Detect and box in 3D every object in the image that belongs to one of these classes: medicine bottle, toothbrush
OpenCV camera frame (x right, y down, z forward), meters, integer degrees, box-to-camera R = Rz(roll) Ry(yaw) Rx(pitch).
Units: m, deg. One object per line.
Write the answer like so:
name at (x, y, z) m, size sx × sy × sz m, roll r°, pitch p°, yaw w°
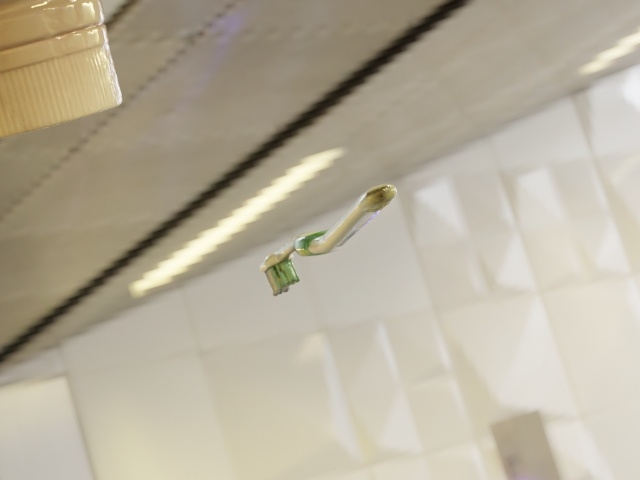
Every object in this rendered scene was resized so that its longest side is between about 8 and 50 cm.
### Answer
medicine bottle at (-0.217, -0.192, 1.222) m, size 0.133 × 0.250 × 0.133 m, roll -13°, pitch 8°, yaw 2°
toothbrush at (-0.001, -0.002, 1.286) m, size 0.030 × 0.030 × 0.304 m, roll -13°, pitch -8°, yaw -16°
